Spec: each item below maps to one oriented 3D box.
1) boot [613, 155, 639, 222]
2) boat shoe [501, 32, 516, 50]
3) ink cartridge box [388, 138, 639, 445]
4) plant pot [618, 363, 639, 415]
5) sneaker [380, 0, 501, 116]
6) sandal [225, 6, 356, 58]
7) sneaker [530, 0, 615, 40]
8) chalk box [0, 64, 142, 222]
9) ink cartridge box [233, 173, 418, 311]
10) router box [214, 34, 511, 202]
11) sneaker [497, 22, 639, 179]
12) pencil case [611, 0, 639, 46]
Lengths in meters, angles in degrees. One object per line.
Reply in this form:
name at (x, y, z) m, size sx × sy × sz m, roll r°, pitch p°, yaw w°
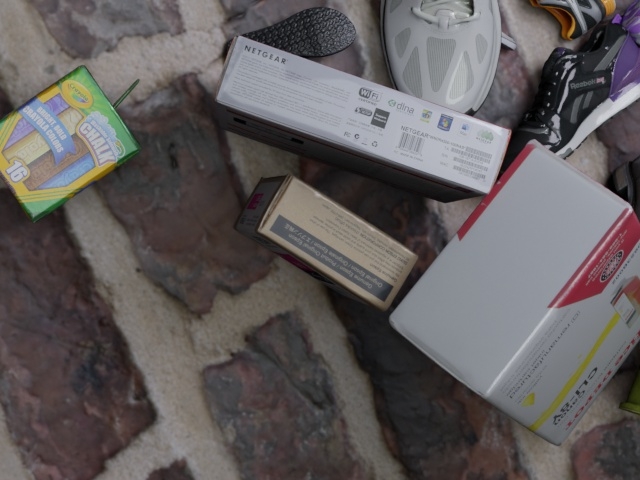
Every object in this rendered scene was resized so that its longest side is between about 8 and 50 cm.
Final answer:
boot at (0.520, -0.086, 1.614) m, size 0.091 × 0.263 × 0.229 m, roll 32°, pitch 123°, yaw -34°
boat shoe at (0.235, -0.302, 1.681) m, size 0.100 × 0.035 × 0.035 m, roll 28°, pitch 90°, yaw -4°
ink cartridge box at (0.285, 0.085, 1.521) m, size 0.160 × 0.385 × 0.279 m, roll 37°, pitch 90°, yaw 29°
plant pot at (0.635, 0.115, 1.620) m, size 0.367 × 0.366 × 0.352 m, roll 18°, pitch 86°, yaw -11°
sneaker at (0.145, -0.376, 1.529) m, size 0.169 × 0.257 × 0.447 m, roll 2°, pitch 89°, yaw 11°
sandal at (-0.041, -0.273, 1.632) m, size 0.179 × 0.040 × 0.067 m, roll -13°, pitch 90°, yaw 5°
sneaker at (0.315, -0.369, 1.670) m, size 0.215 × 0.084 × 0.083 m, roll 42°, pitch 90°, yaw -11°
chalk box at (-0.314, -0.135, 1.535) m, size 0.213 × 0.132 × 0.132 m, roll -34°, pitch 98°, yaw -6°
ink cartridge box at (0.000, 0.000, 1.549) m, size 0.193 × 0.235 × 0.088 m, roll 31°, pitch 86°, yaw -10°
router box at (0.038, -0.140, 1.495) m, size 0.336 × 0.301 × 0.082 m, roll 18°, pitch 89°, yaw -4°
sneaker at (0.329, -0.198, 1.667) m, size 0.283 × 0.107 × 0.124 m, roll -38°, pitch 106°, yaw -16°
pencil case at (0.521, -0.270, 1.711) m, size 0.206 × 0.088 × 0.086 m, roll 42°, pitch 64°, yaw -10°
